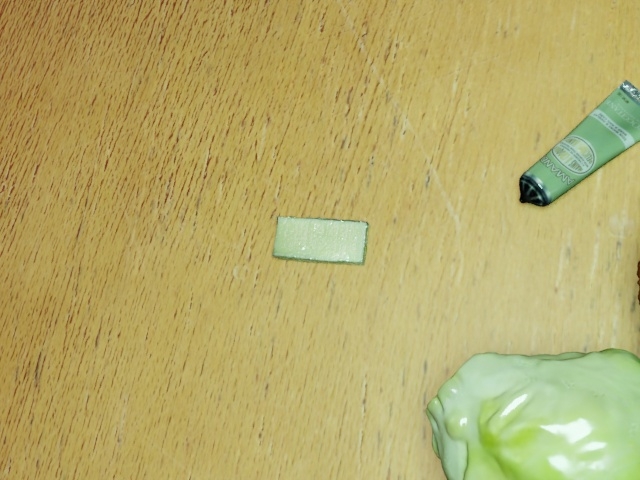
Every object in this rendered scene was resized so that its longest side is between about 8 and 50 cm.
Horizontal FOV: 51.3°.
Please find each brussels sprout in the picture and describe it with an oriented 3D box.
[{"bbox_3d":[0.283,0.246,0.745,0.273,0.242,0.317,-31,89,31],"label":"brussels sprout"}]

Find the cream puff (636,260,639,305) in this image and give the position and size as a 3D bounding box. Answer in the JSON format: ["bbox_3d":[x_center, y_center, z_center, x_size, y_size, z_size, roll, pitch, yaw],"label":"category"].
[{"bbox_3d":[0.504,0.076,0.726,0.350,0.229,0.351,4,58,-6],"label":"cream puff"}]

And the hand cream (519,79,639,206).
[{"bbox_3d":[0.372,-0.130,0.934,0.235,0.055,0.086,-38,69,-3],"label":"hand cream"}]

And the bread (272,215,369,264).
[{"bbox_3d":[0.000,0.000,1.030,0.153,0.028,0.068,3,76,18],"label":"bread"}]
